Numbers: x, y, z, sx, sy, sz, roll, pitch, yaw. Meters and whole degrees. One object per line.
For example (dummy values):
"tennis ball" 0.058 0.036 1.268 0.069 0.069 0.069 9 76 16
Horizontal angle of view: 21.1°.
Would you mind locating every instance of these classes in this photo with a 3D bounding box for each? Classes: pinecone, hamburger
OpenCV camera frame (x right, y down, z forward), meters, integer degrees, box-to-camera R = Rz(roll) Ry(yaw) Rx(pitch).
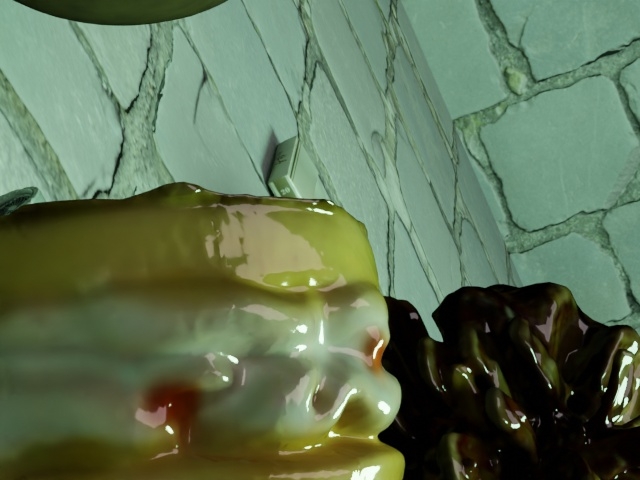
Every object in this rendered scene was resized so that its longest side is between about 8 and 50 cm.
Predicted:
"pinecone" 0.158 0.227 1.438 0.398 0.398 0.397 -19 90 -77
"hamburger" -0.085 0.107 0.833 0.276 0.276 0.236 25 58 -72

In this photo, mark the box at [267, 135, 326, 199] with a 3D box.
"box" 0.000 0.000 1.764 0.109 0.029 0.198 -79 148 -65

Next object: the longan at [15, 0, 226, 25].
"longan" -0.126 -0.282 1.069 0.319 0.319 0.318 -19 90 -77

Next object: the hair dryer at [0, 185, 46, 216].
"hair dryer" -0.164 0.073 0.996 0.183 0.044 0.154 -77 143 -61
